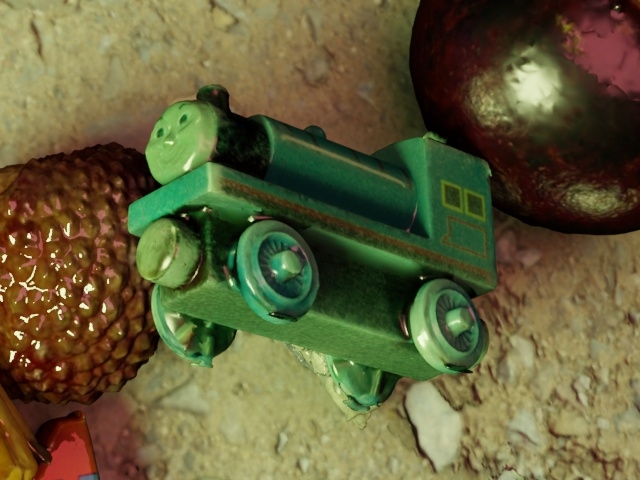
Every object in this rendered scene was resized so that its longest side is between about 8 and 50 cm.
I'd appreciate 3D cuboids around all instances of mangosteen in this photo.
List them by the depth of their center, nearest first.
[{"bbox_3d":[0.226,-0.143,1.541,0.297,0.293,0.297,-8,103,-39],"label":"mangosteen"}]

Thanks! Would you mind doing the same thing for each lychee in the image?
[{"bbox_3d":[-0.178,0.025,1.398,0.188,0.188,0.188,4,79,-22],"label":"lychee"}]

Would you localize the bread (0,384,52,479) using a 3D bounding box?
[{"bbox_3d":[-0.319,0.132,1.316,0.210,0.099,0.235,-43,98,8],"label":"bread"}]

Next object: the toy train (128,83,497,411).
[{"bbox_3d":[0.000,0.000,1.386,0.298,0.120,0.194,19,60,-39],"label":"toy train"}]

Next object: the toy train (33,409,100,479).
[{"bbox_3d":[-0.170,0.329,1.395,0.089,0.086,0.410,-10,85,-22],"label":"toy train"}]

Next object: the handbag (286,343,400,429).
[{"bbox_3d":[0.040,0.048,1.533,0.117,0.095,0.173,40,65,-8],"label":"handbag"}]
